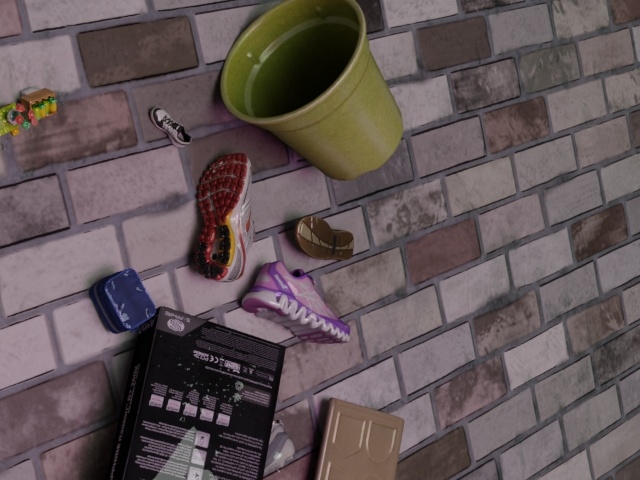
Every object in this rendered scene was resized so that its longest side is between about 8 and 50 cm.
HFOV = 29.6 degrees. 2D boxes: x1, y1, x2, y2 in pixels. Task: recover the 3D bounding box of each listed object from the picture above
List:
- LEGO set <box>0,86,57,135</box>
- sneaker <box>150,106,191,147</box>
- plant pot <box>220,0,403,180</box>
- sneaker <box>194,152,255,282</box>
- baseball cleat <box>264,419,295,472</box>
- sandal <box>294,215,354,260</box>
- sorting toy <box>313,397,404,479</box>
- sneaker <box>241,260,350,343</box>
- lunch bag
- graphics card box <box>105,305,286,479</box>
[{"bbox_3d":[-0.483,-0.184,1.701,0.287,0.107,0.132,12,80,-42],"label":"LEGO set"},{"bbox_3d":[-0.241,-0.188,1.976,0.083,0.037,0.032,46,61,-30],"label":"sneaker"},{"bbox_3d":[0.011,-0.244,2.088,0.254,0.276,0.276,46,59,-45],"label":"plant pot"},{"bbox_3d":[-0.155,-0.038,2.033,0.092,0.088,0.225,29,67,-61],"label":"sneaker"},{"bbox_3d":[-0.137,0.365,2.039,0.205,0.072,0.109,-23,88,-43],"label":"baseball cleat"},{"bbox_3d":[0.000,0.000,2.192,0.180,0.049,0.072,16,83,-57],"label":"sandal"},{"bbox_3d":[0.055,0.459,2.227,0.229,0.041,0.307,24,72,-45],"label":"sorting toy"},{"bbox_3d":[-0.029,0.108,2.129,0.236,0.095,0.105,32,59,-37],"label":"sneaker"},{"bbox_3d":[-0.307,0.098,1.881,0.067,0.065,0.098,-31,99,-36],"label":"lunch bag"},{"bbox_3d":[-0.199,0.311,1.882,0.232,0.094,0.371,19,66,-23],"label":"graphics card box"}]
